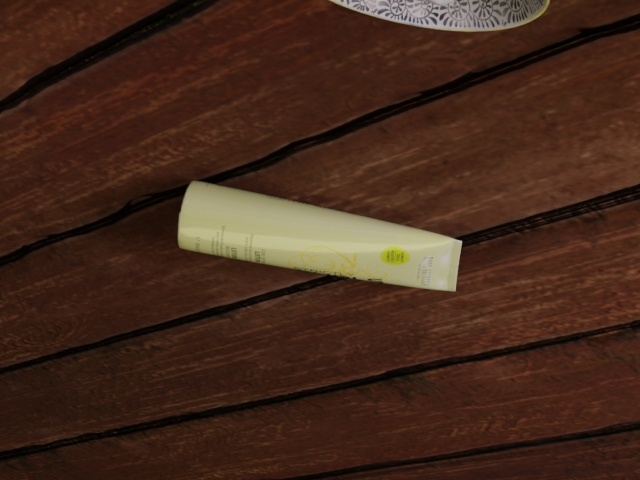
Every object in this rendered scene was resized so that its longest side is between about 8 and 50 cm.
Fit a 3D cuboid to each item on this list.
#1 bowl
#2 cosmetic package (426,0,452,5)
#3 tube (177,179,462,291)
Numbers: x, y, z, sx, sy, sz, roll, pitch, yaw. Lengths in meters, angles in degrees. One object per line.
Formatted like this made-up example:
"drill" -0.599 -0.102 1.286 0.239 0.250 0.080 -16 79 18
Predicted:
"bowl" 0.059 -0.192 1.077 0.170 0.080 0.170 12 167 3
"cosmetic package" 0.063 -0.287 0.594 0.230 0.161 0.453 30 152 -10
"tube" 0.000 0.000 1.538 0.240 0.062 0.070 11 -166 5
